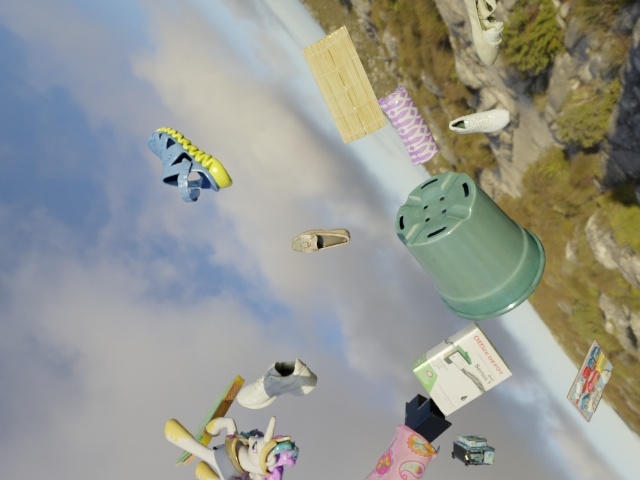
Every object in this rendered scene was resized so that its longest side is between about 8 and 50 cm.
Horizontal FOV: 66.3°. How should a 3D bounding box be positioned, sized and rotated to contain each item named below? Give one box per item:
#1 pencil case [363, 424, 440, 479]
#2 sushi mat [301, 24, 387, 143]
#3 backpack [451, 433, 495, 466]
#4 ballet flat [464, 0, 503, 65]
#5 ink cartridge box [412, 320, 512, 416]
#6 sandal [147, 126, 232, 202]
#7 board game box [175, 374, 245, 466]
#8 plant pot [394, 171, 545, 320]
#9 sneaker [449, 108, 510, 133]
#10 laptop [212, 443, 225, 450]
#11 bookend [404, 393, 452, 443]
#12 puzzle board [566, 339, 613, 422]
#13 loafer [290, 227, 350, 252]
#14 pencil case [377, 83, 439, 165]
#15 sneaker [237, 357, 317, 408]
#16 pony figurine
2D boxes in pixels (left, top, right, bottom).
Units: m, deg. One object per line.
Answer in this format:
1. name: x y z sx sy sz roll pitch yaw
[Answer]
1. pencil case: 0.164 0.580 1.150 0.124 0.284 0.124 31 149 21
2. sushi mat: 0.075 -0.459 1.479 0.317 0.151 0.019 62 -158 -19
3. backpack: 0.484 0.656 1.536 0.114 0.084 0.105 10 170 -13
4. ballet flat: 0.456 -0.607 1.352 0.086 0.086 0.249 -94 -22 -67
5. ink cartridge box: 0.391 0.354 1.367 0.160 0.219 0.092 54 -169 6
6. sandal: -0.396 -0.209 1.372 0.317 0.138 0.126 34 160 31
7. board game box: -0.299 0.495 1.343 0.039 0.124 0.259 40 -145 -3
8. plant pot: 0.407 0.001 1.412 0.334 0.341 0.341 40 -163 -31
9. sneaker: 0.390 -0.289 1.210 0.061 0.152 0.054 -17 -80 -46
10. laptop: -0.304 0.782 1.502 0.264 0.136 0.234 57 167 16
11. bookend: 0.341 0.553 1.567 0.072 0.156 0.157 30 -150 -5
12. puzzle board: 0.518 0.269 0.933 0.096 0.128 0.011 45 160 -25
13. loafer: 0.000 0.000 1.002 0.039 0.125 0.045 -103 3 -74
14. pencil case: 0.227 -0.295 1.276 0.086 0.088 0.206 -44 -73 -36
15. sneaker: -0.169 0.488 1.717 0.152 0.305 0.114 59 -163 -28
16. pony figurine: -0.186 0.554 1.070 0.302 0.363 0.351 4 -102 -50
